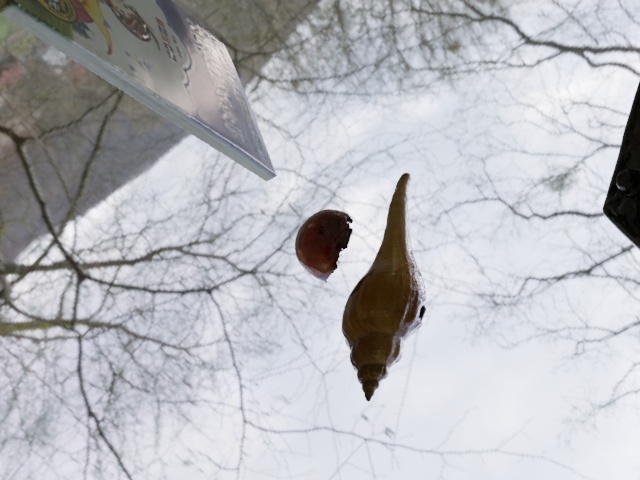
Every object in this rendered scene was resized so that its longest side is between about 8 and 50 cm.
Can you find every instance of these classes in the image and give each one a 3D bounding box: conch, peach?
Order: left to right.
[{"bbox_3d":[0.000,0.001,0.971,0.098,0.061,0.098,-161,-90,-75],"label":"peach"},{"bbox_3d":[0.096,0.050,0.928,0.093,0.109,0.330,0,-126,31],"label":"conch"}]

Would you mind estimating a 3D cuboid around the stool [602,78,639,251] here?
[{"bbox_3d":[0.314,-0.052,0.480,0.232,0.141,0.232,-47,-148,42],"label":"stool"}]

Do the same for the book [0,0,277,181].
[{"bbox_3d":[-0.172,-0.202,0.707,0.018,0.322,0.228,-35,-125,20],"label":"book"}]
